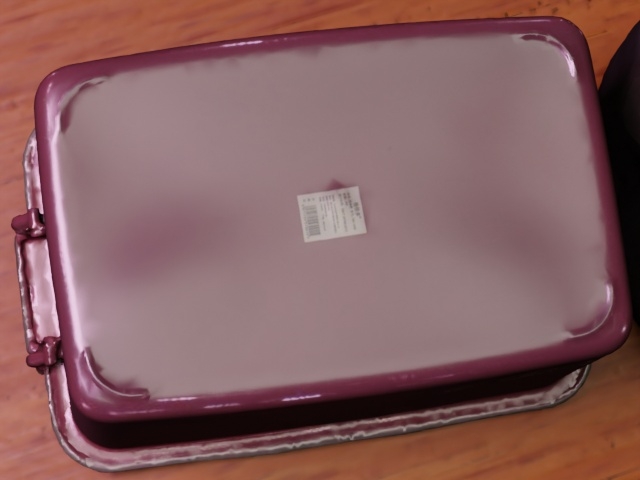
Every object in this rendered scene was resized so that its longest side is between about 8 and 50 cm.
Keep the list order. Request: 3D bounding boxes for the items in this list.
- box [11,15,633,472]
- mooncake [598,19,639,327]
[{"bbox_3d":[0.000,0.000,0.740,0.294,0.167,0.193,-8,83,-6],"label":"box"},{"bbox_3d":[0.280,-0.039,0.788,0.283,0.141,0.283,1,79,-3],"label":"mooncake"}]
